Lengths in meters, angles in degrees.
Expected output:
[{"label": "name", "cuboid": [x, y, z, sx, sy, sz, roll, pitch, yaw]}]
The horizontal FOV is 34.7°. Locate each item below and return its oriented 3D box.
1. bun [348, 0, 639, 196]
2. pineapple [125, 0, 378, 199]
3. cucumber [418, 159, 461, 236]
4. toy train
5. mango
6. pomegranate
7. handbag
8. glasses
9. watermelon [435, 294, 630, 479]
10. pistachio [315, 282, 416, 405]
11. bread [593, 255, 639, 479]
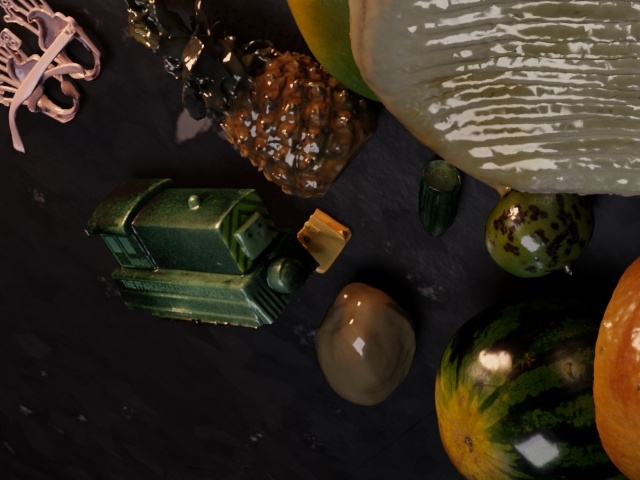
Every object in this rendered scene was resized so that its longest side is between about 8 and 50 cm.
[{"label": "bun", "cuboid": [0.201, -0.210, 0.812, 0.365, 0.219, 0.365, 5, 140, 5]}, {"label": "pineapple", "cuboid": [-0.089, -0.178, 1.111, 0.310, 0.170, 0.141, 38, 99, -1]}, {"label": "cucumber", "cuboid": [0.137, -0.044, 1.187, 0.048, 0.048, 0.105, 19, 145, 16]}, {"label": "toy train", "cuboid": [-0.168, 0.013, 1.358, 0.330, 0.138, 0.178, 2, 131, 42]}, {"label": "mango", "cuboid": [0.044, -0.236, 0.991, 0.156, 0.114, 0.251, 2, 147, 18]}, {"label": "pomegranate", "cuboid": [0.223, -0.032, 1.100, 0.161, 0.122, 0.122, 54, 145, 16]}, {"label": "handbag", "cuboid": [0.000, 0.000, 1.342, 0.061, 0.027, 0.083, 35, 137, 1]}, {"label": "glasses", "cuboid": [-0.380, -0.220, 1.302, 0.162, 0.095, 0.255, 45, 139, -4]}, {"label": "watermelon", "cuboid": [0.260, 0.191, 1.197, 0.269, 0.269, 0.269, 18, 140, 16]}, {"label": "pistachio", "cuboid": [0.062, 0.145, 1.389, 0.136, 0.136, 0.226, 17, 146, 18]}, {"label": "bread", "cuboid": [0.408, 0.140, 1.030, 0.172, 0.312, 0.312, 4, 137, 54]}]
